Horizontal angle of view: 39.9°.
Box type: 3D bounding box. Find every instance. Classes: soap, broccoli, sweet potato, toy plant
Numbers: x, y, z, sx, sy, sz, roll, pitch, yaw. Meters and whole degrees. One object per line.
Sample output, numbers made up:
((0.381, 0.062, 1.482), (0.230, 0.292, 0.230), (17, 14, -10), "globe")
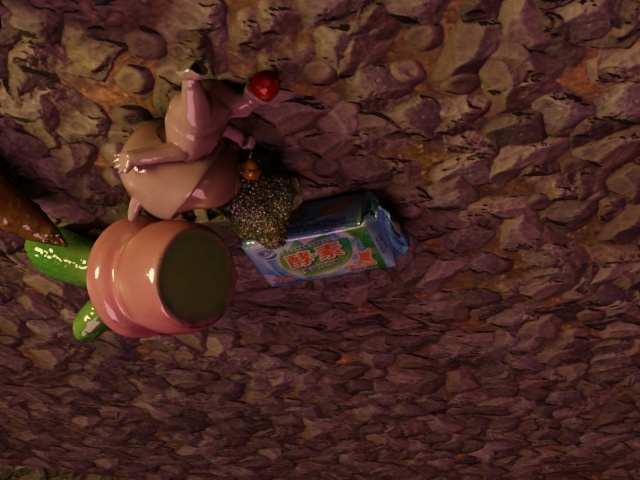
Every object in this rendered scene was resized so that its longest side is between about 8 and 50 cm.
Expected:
((0.000, 0.000, 1.506), (0.293, 0.077, 0.156), (-11, 144, 18), "soap")
((-0.097, -0.061, 1.386), (0.138, 0.146, 0.162), (-12, 142, -40), "broccoli")
((-0.563, -0.104, 1.341), (0.131, 0.130, 0.423), (-17, 143, 26), "sweet potato")
((-0.307, 0.077, 1.531), (0.356, 0.210, 0.317), (-10, 148, 38), "toy plant")

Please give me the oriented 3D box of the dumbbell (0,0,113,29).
((-0.339, -0.316, 1.002), (0.316, 0.143, 0.156), (-12, 143, 18), "dumbbell")

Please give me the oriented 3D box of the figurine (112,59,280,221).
((-0.176, -0.130, 1.254), (0.186, 0.176, 0.287), (36, 124, -4), "figurine")
